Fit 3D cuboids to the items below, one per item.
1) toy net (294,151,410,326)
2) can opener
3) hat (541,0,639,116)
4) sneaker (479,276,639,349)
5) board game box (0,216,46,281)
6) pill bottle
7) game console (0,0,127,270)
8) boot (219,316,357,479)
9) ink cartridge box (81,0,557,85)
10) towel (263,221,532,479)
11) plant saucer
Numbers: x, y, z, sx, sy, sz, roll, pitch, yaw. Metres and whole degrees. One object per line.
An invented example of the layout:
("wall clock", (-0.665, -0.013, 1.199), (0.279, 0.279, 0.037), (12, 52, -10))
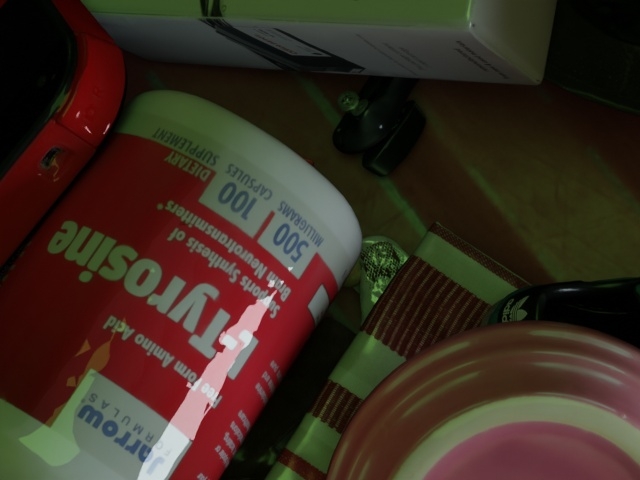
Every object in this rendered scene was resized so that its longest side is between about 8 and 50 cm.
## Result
("toy net", (0.000, 0.000, 1.577), (0.232, 0.045, 0.122), (23, 82, 7))
("can opener", (0.073, -0.150, 1.593), (0.059, 0.073, 0.186), (21, 78, 47))
("hat", (0.280, -0.232, 1.542), (0.331, 0.134, 0.331), (-2, 69, 6))
("sneaker", (0.287, 0.092, 1.467), (0.302, 0.121, 0.108), (6, 78, -9))
("board game box", (-0.234, 0.041, 1.588), (0.141, 0.048, 0.170), (33, 85, 8))
("pill bottle", (-0.160, 0.104, 1.400), (0.229, 0.229, 0.407), (30, 74, 9))
("game console", (-0.337, -0.070, 1.497), (0.386, 0.060, 0.342), (-49, 41, 9))
("boot", (-0.055, 0.149, 1.552), (0.248, 0.090, 0.207), (33, 74, 10))
("ink cartridge box", (0.000, -0.294, 1.494), (0.395, 0.166, 0.285), (7, 81, 29))
("towel", (0.103, 0.180, 1.497), (0.237, 0.037, 0.329), (34, 75, -3))
("plant saucer", (0.164, 0.230, 1.380), (0.332, 0.084, 0.332), (0, 99, 2))
